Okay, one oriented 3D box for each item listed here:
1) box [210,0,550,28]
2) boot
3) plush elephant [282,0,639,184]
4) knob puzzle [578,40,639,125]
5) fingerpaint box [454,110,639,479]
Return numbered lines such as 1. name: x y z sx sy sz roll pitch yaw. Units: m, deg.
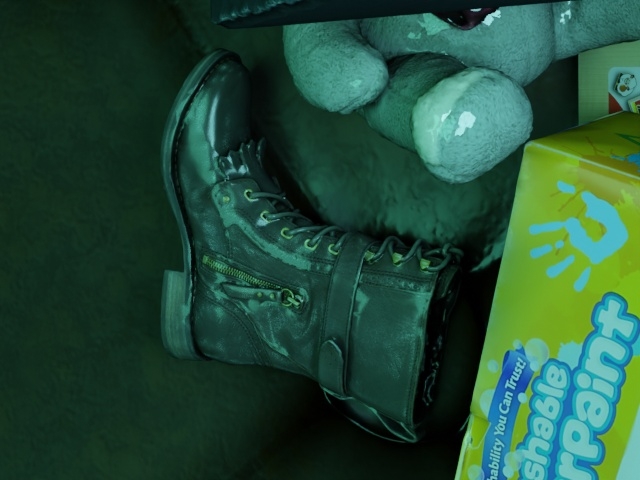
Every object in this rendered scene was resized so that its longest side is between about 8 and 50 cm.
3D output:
1. box: 0.184 -0.362 0.952 0.297 0.479 0.472 -171 74 -70
2. boot: 0.000 0.000 1.413 0.229 0.091 0.263 10 106 28
3. plush elephant: 0.061 -0.212 1.215 0.330 0.272 0.255 12 129 61
4. knob puzzle: 0.259 -0.053 1.248 0.213 0.030 0.213 5 99 34
5. fingerpaint box: 0.271 0.188 1.173 0.371 0.163 0.445 20 111 28
